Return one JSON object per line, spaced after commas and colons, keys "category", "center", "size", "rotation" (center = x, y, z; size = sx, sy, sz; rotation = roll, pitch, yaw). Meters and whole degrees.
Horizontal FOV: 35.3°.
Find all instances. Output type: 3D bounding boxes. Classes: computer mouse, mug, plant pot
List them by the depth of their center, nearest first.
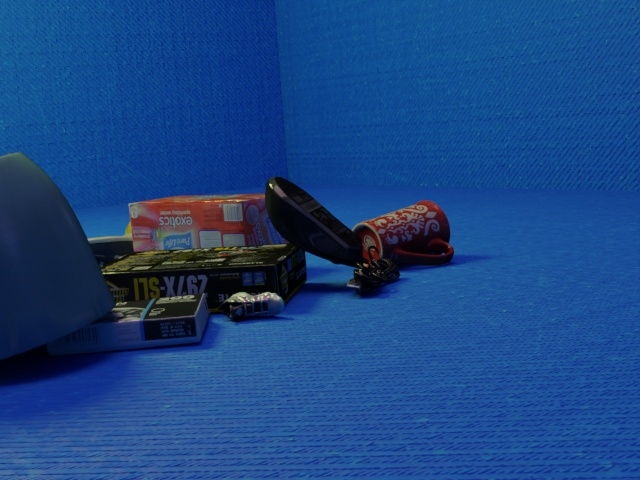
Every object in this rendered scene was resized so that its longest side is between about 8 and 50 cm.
{"category": "plant pot", "center": [-0.444, 0.019, 1.318], "size": [0.293, 0.235, 0.293], "rotation": [-16, 8, 2]}
{"category": "computer mouse", "center": [0.000, 0.000, 1.700], "size": [0.272, 0.072, 0.188], "rotation": [41, 17, 10]}
{"category": "mug", "center": [0.158, -0.006, 1.887], "size": [0.169, 0.113, 0.150], "rotation": [-14, 10, -38]}

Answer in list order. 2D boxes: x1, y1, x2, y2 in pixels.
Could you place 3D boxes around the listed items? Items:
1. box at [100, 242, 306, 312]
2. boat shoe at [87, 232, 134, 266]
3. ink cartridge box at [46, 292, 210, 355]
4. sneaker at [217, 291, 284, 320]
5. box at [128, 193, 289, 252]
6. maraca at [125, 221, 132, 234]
{"category": "box", "center": [-0.201, 0.063, 1.676], "size": [0.322, 0.079, 0.257], "rotation": [-3, 6, 9]}
{"category": "boat shoe", "center": [-0.427, 0.028, 2.068], "size": [0.254, 0.079, 0.095], "rotation": [-8, 5, -43]}
{"category": "ink cartridge box", "center": [-0.267, 0.114, 1.438], "size": [0.206, 0.045, 0.208], "rotation": [-6, 7, -2]}
{"category": "sneaker", "center": [-0.107, 0.102, 1.486], "size": [0.098, 0.038, 0.069], "rotation": [-3, 12, 34]}
{"category": "box", "center": [-0.214, -0.009, 1.959], "size": [0.300, 0.154, 0.142], "rotation": [-1, 8, 35]}
{"category": "maraca", "center": [-0.382, -0.010, 2.299], "size": [0.127, 0.099, 0.186], "rotation": [-7, 33, -7]}
